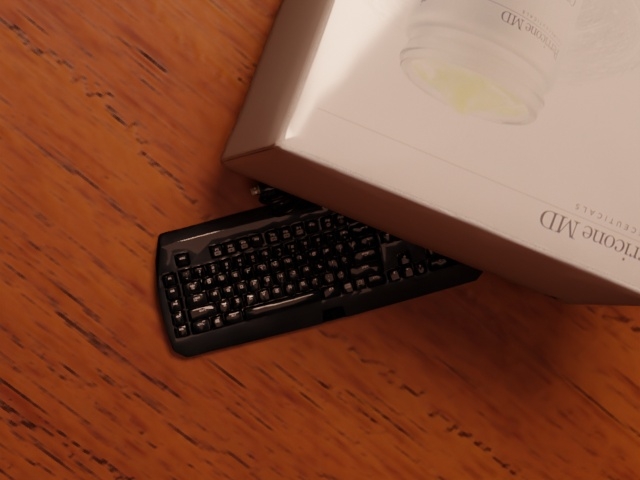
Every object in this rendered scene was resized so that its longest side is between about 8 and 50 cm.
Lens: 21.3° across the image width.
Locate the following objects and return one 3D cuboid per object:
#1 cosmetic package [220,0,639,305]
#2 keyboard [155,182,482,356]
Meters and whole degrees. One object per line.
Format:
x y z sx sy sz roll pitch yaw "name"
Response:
0.098 -0.105 0.899 0.224 0.138 0.225 21 85 -14 "cosmetic package"
0.000 0.000 0.960 0.192 0.038 0.100 -16 100 -11 "keyboard"
